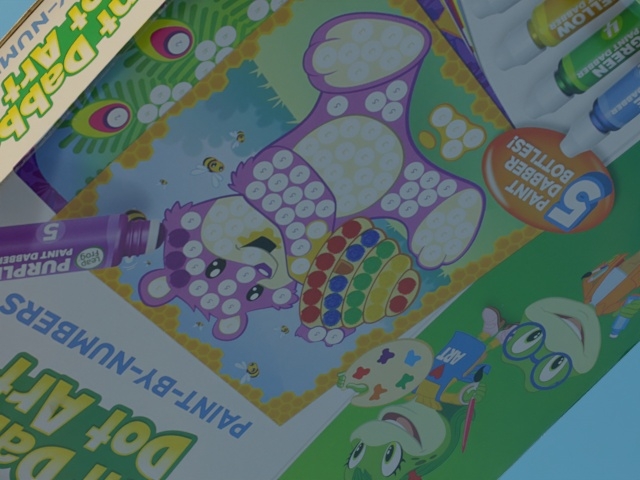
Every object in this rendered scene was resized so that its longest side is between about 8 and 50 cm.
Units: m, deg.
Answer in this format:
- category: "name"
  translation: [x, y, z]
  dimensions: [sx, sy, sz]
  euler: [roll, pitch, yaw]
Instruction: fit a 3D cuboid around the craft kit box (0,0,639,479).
- category: "craft kit box"
  translation: [0.000, 0.000, 0.548]
  dimensions: [0.246, 0.250, 0.061]
  euler: [-45, -136, 12]
